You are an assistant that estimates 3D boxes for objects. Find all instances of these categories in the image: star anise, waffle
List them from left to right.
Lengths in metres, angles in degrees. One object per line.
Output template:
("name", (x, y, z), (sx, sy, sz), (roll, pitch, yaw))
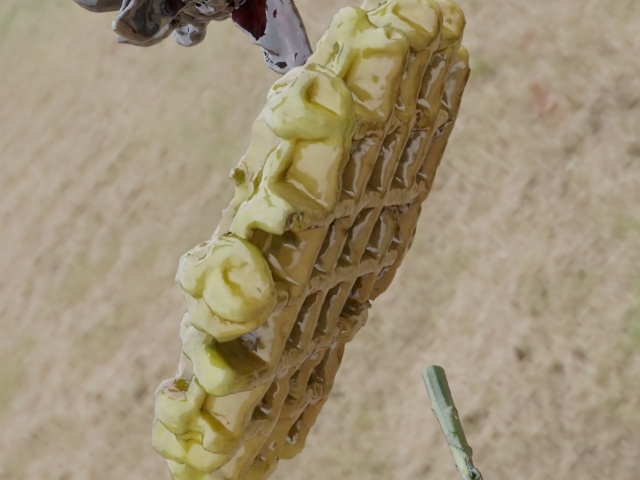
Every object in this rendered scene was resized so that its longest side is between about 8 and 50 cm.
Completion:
("star anise", (-0.067, -0.215, 1.177), (0.212, 0.129, 0.283), (3, 40, 36))
("waffle", (0.001, 0.000, 0.722), (0.253, 0.056, 0.249), (-53, -19, -40))

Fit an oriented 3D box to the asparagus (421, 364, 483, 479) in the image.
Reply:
("asparagus", (0.080, 0.114, 0.902), (0.015, 0.018, 0.127), (-40, 27, 14))
